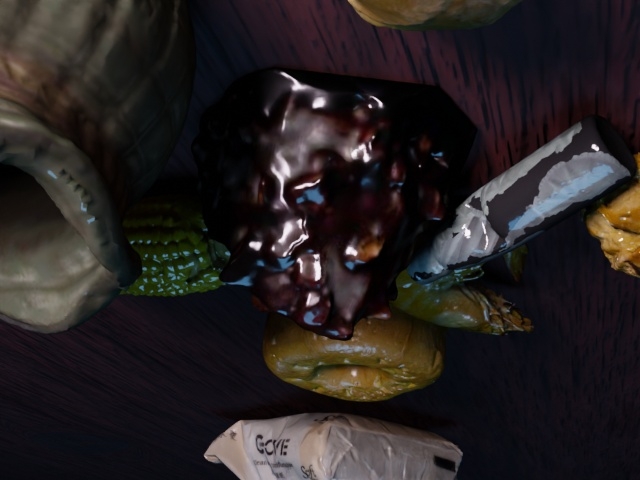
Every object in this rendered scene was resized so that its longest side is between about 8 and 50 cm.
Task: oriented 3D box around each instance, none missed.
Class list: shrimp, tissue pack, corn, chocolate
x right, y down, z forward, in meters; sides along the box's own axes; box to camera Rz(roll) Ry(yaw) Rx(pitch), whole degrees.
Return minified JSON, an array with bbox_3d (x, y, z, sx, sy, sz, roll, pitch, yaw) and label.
[{"bbox_3d":[0.152,0.041,0.773,0.150,0.068,0.249,-32,140,23],"label":"shrimp"},{"bbox_3d":[0.029,0.436,1.441,0.390,0.195,0.376,24,154,-34],"label":"tissue pack"},{"bbox_3d":[-0.187,0.005,0.731,0.262,0.097,0.097,-1,153,21],"label":"corn"},{"bbox_3d":[0.000,0.000,0.604,0.224,0.177,0.206,7,153,-3],"label":"chocolate"}]

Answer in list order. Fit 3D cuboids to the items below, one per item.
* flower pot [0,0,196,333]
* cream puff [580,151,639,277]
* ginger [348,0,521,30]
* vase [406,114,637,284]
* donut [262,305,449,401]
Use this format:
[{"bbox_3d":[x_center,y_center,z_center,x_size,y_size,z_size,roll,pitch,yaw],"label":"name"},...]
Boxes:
[{"bbox_3d":[-0.229,-0.087,0.422,0.302,0.213,0.302,3,153,1],"label":"flower pot"},{"bbox_3d":[0.281,-0.017,0.617,0.119,0.104,0.133,-23,144,31],"label":"cream puff"},{"bbox_3d":[0.005,-0.189,0.338,0.131,0.086,0.294,7,159,49],"label":"ginger"},{"bbox_3d":[0.151,-0.020,0.623,0.060,0.060,0.211,24,135,-33],"label":"vase"},{"bbox_3d":[0.041,0.109,0.882,0.227,0.113,0.226,5,153,2],"label":"donut"}]
